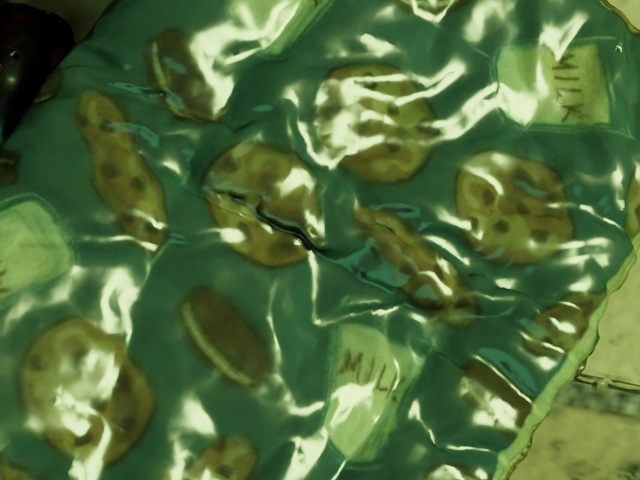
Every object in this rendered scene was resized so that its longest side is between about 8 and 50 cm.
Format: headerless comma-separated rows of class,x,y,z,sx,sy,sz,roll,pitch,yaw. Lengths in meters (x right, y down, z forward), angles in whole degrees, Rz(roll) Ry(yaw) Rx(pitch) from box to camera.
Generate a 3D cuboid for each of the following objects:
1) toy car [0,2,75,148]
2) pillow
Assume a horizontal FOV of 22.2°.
toy car,-0.223,-0.070,0.476,0.271,0.240,0.340,8,118,5
pillow,-0.001,-0.002,0.497,0.189,0.034,0.255,33,71,-4
